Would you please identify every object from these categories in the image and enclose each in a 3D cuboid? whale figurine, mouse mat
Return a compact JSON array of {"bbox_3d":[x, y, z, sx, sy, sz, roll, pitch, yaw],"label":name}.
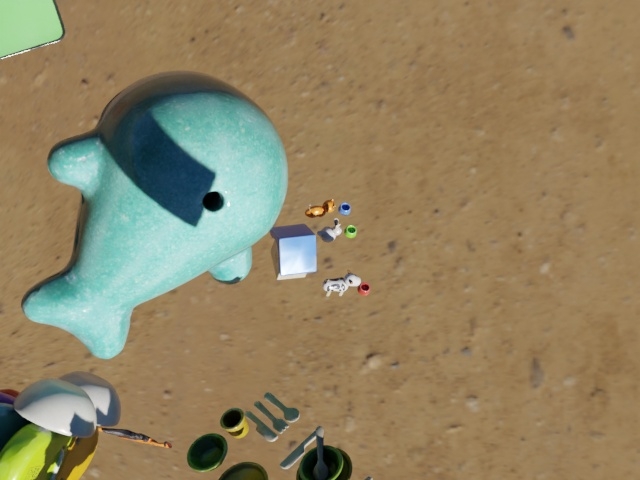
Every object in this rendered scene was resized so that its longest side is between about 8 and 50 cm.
[{"bbox_3d":[-0.141,-0.014,1.024,0.216,0.141,0.272,37,92,-29],"label":"whale figurine"},{"bbox_3d":[-0.433,-0.299,1.489,0.190,0.007,0.152,-21,104,-14],"label":"mouse mat"}]

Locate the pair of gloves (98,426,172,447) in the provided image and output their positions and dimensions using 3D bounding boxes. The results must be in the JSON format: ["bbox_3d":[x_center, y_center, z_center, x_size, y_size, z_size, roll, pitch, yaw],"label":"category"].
[{"bbox_3d":[-0.222,0.229,1.390,0.074,0.083,0.010,6,75,25],"label":"pair of gloves"}]

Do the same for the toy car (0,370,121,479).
[{"bbox_3d":[-0.278,0.190,1.089,0.136,0.182,0.159,24,92,7],"label":"toy car"}]

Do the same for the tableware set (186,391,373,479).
[{"bbox_3d":[-0.040,0.185,0.964,0.104,0.154,0.024,-41,135,-15],"label":"tableware set"}]

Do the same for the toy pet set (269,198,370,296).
[{"bbox_3d":[0.000,0.000,1.343,0.114,0.065,0.122,-6,63,-17],"label":"toy pet set"}]
